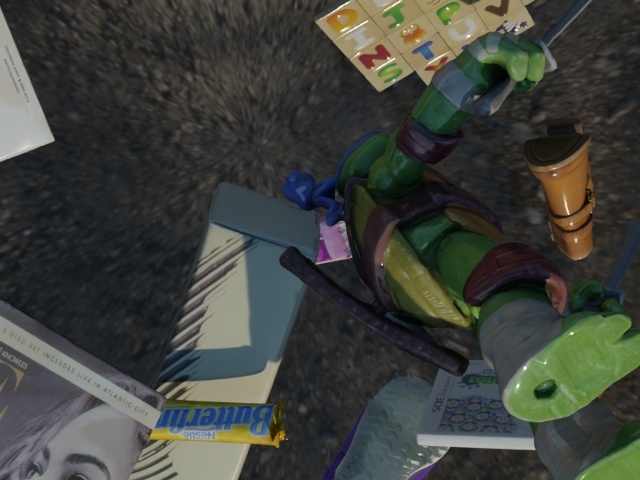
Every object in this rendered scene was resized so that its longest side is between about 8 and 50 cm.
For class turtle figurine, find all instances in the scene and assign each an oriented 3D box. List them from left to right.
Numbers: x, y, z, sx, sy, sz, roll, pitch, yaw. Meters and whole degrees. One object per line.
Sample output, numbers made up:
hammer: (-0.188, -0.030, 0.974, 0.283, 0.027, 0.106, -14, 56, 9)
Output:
turtle figurine: (0.130, -0.007, 0.704, 0.274, 0.266, 0.198, -2, 127, -17)

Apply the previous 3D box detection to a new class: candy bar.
candy bar: (-0.105, 0.142, 1.036, 0.161, 0.018, 0.040, 2, 72, 6)

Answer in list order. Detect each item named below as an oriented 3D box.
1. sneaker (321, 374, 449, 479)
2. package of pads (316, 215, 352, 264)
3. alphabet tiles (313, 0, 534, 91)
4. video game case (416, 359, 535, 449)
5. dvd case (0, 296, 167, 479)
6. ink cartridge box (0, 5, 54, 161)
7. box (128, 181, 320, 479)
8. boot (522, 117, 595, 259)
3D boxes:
sneaker: (0.041, 0.270, 1.437, 0.102, 0.146, 0.293, 41, 46, 1)
package of pads: (0.000, 0.000, 1.427, 0.083, 0.032, 0.050, -11, 100, 40)
alphabet tiles: (0.156, -0.306, 1.664, 0.285, 0.342, 0.011, -29, 64, 13)
video game case: (0.187, 0.164, 1.318, 0.157, 0.143, 0.019, 0, 115, 17)
dvd case: (-0.195, 0.151, 0.728, 0.164, 0.018, 0.221, 39, 69, -37)
ink cartridge box: (-0.486, -0.185, 1.536, 0.270, 0.198, 0.197, -22, 121, -8)
box: (-0.086, 0.100, 1.104, 0.094, 0.113, 0.275, 17, 109, -6)
boot: (0.282, -0.050, 1.491, 0.073, 0.197, 0.152, -3, 104, 20)
